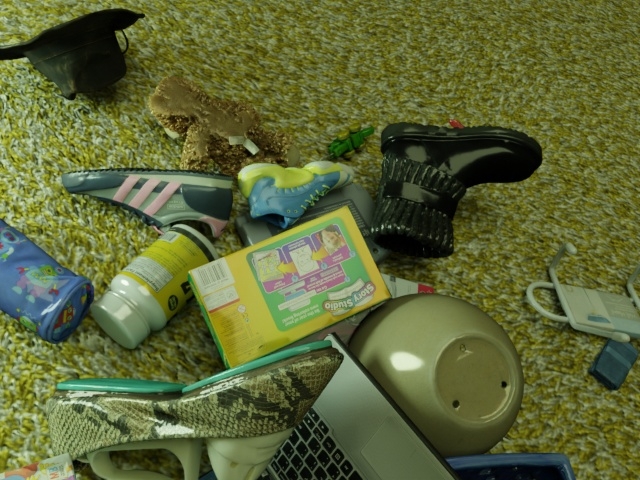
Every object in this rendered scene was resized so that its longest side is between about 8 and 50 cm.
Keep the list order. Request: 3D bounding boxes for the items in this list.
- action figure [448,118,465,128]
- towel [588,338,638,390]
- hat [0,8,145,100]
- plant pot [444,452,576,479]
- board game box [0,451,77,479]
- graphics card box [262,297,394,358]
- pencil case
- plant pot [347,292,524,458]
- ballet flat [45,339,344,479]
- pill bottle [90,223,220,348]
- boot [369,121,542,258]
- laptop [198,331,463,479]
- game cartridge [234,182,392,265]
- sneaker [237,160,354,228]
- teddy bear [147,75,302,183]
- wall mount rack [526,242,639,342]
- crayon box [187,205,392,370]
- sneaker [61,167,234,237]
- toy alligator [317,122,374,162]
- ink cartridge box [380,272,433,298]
[{"bbox_3d":[0.236,-0.167,1.434,0.139,0.091,0.280,24,53,-9],"label":"action figure"},{"bbox_3d":[0.603,0.250,1.316,0.067,0.029,0.119,41,55,13],"label":"towel"},{"bbox_3d":[-0.481,-0.353,1.271,0.331,0.331,0.133,-26,110,-30],"label":"hat"},{"bbox_3d":[0.247,0.459,0.950,0.236,0.212,0.235,5,57,-22],"label":"plant pot"},{"bbox_3d":[-0.355,0.380,0.780,0.142,0.275,0.144,-12,63,-24],"label":"board game box"},{"bbox_3d":[0.040,0.198,1.097,0.371,0.094,0.232,15,75,-7],"label":"graphics card box"},{"bbox_3d":[-0.513,0.039,1.047,0.306,0.119,0.133,33,48,5],"label":"pencil case"},{"bbox_3d":[0.195,0.212,0.978,0.284,0.191,0.283,3,79,-13],"label":"plant pot"},{"bbox_3d":[-0.176,0.257,0.881,0.483,0.164,0.181,-13,79,24],"label":"ballet flat"},{"bbox_3d":[-0.279,0.078,1.095,0.119,0.119,0.208,37,56,8],"label":"pill bottle"},{"bbox_3d":[0.273,-0.089,1.280,0.348,0.131,0.260,3,64,1],"label":"boot"},{"bbox_3d":[-0.041,0.403,0.838,0.236,0.407,0.382,4,35,-51],"label":"laptop"},{"bbox_3d":[0.000,0.000,1.275,0.294,0.060,0.196,-17,61,-26],"label":"game cartridge"},{"bbox_3d":[-0.041,-0.084,1.247,0.240,0.091,0.126,-4,79,-21],"label":"sneaker"},{"bbox_3d":[-0.196,-0.204,1.325,0.338,0.113,0.245,16,62,-16],"label":"teddy bear"},{"bbox_3d":[0.614,0.143,1.297,0.350,0.130,0.304,10,38,-11],"label":"wall mount rack"},{"bbox_3d":[-0.048,0.076,1.016,0.279,0.081,0.165,-23,82,-14],"label":"crayon box"},{"bbox_3d":[-0.322,-0.069,1.189,0.319,0.112,0.130,3,99,4],"label":"sneaker"},{"bbox_3d":[0.044,-0.212,1.428,0.190,0.056,0.051,-37,33,-31],"label":"toy alligator"},{"bbox_3d":[0.134,0.129,1.225,0.151,0.063,0.109,16,56,-8],"label":"ink cartridge box"}]
